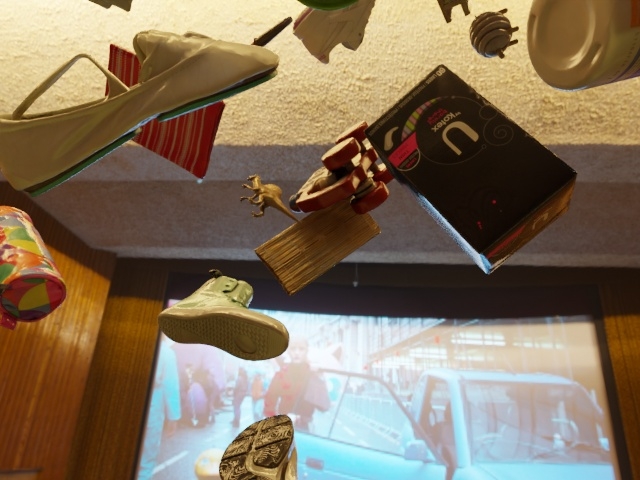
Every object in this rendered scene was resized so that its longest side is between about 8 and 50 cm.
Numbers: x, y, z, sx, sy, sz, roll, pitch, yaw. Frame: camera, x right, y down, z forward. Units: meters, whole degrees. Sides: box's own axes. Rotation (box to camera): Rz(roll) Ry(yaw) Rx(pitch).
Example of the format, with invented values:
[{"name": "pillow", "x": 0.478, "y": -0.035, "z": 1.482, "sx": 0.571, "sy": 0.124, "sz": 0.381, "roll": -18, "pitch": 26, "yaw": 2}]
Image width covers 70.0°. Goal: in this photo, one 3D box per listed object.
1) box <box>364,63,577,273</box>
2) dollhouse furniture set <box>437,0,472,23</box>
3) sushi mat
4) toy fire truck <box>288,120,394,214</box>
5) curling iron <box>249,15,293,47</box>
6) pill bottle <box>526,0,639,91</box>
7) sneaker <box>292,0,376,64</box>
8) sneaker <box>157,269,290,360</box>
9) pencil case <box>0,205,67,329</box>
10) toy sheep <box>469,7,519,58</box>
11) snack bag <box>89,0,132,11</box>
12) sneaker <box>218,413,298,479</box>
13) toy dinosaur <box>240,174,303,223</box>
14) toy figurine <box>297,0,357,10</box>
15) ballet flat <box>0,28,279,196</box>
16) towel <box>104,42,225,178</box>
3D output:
[{"name": "box", "x": 0.222, "y": -0.109, "z": 0.705, "sx": 0.165, "sy": 0.270, "sz": 0.143, "roll": -42, "pitch": -27, "yaw": 7}, {"name": "dollhouse furniture set", "x": 0.330, "y": -0.584, "z": 0.874, "sx": 0.212, "sy": 0.242, "sz": 0.161, "roll": -8, "pitch": -42, "yaw": 37}, {"name": "sushi mat", "x": 0.000, "y": 0.000, "z": 1.193, "sx": 0.316, "sy": 0.151, "sz": 0.019, "roll": -34, "pitch": -13, "yaw": -21}, {"name": "toy fire truck", "x": 0.043, "y": -0.159, "z": 1.200, "sx": 0.254, "sy": 0.302, "sz": 0.169, "roll": -25, "pitch": -70, "yaw": 32}, {"name": "curling iron", "x": -0.179, "y": -0.554, "z": 1.286, "sx": 0.274, "sy": 0.068, "sz": 0.035, "roll": -18, "pitch": -48, "yaw": 43}, {"name": "pill bottle", "x": 0.422, "y": -0.289, "z": 0.576, "sx": 0.272, "sy": 0.152, "sz": 0.152, "roll": -14, "pitch": -21, "yaw": -10}, {"name": "sneaker", "x": 0.079, "y": -0.562, "z": 1.114, "sx": 0.305, "sy": 0.114, "sz": 0.152, "roll": -40, "pitch": -66, "yaw": 6}, {"name": "sneaker", "x": -0.135, "y": 0.112, "z": 0.769, "sx": 0.256, "sy": 0.151, "sz": 0.094, "roll": 3, "pitch": -60, "yaw": 31}, {"name": "pencil case", "x": -0.507, "y": 0.036, "z": 0.759, "sx": 0.236, "sy": 0.104, "sz": 0.104, "roll": 41, "pitch": 3, "yaw": 38}, {"name": "toy sheep", "x": 0.353, "y": -0.422, "z": 0.939, "sx": 0.091, "sy": 0.132, "sz": 0.091, "roll": -7, "pitch": -34, "yaw": -5}, {"name": "snack bag", "x": -0.219, "y": -0.383, "z": 0.324, "sx": 0.037, "sy": 0.342, "sz": 0.323, "roll": 24, "pitch": 17, "yaw": 14}, {"name": "sneaker", "x": -0.099, "y": 0.584, "z": 0.970, "sx": 0.169, "sy": 0.257, "sz": 0.447, "roll": -19, "pitch": 10, "yaw": 1}, {"name": "toy dinosaur", "x": -0.125, "y": -0.096, "z": 1.071, "sx": 0.092, "sy": 0.183, "sz": 0.053, "roll": -35, "pitch": -20, "yaw": -29}, {"name": "toy figurine", "x": 0.030, "y": -0.381, "z": 0.533, "sx": 0.173, "sy": 0.130, "sz": 0.159, "roll": -10, "pitch": -9, "yaw": 0}, {"name": "ballet flat", "x": -0.248, "y": -0.200, "z": 0.607, "sx": 0.400, "sy": 0.139, "sz": 0.139, "roll": -29, "pitch": -24, "yaw": -6}, {"name": "towel", "x": -0.346, "y": -0.271, "z": 0.987, "sx": 0.275, "sy": 0.031, "sz": 0.199, "roll": 28, "pitch": -56, "yaw": 2}]
